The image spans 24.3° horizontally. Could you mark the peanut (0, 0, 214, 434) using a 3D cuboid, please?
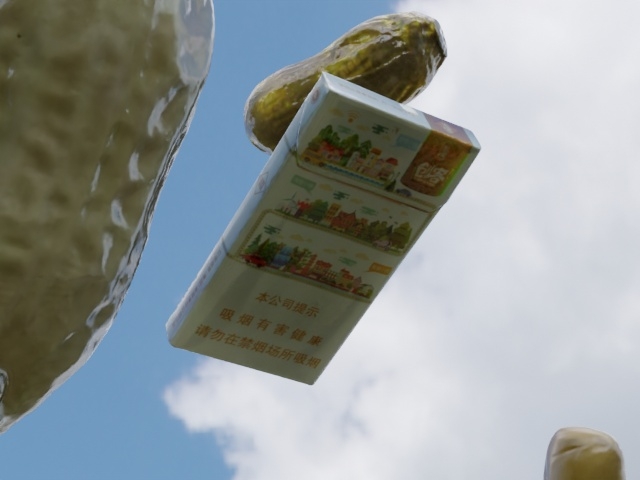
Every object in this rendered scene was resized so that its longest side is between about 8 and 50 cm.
[{"bbox_3d":[-0.161,-0.032,0.811,0.152,0.152,0.313,19,-92,-20],"label":"peanut"}]

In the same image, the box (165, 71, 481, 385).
[{"bbox_3d":[0.000,-0.001,0.994,0.122,0.032,0.220,19,-60,-27],"label":"box"}]

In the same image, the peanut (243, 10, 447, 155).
[{"bbox_3d":[0.023,-0.143,1.370,0.206,0.087,0.087,-28,-53,12],"label":"peanut"}]

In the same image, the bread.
[{"bbox_3d":[0.290,0.359,1.648,0.091,0.305,0.142,0,-6,6],"label":"bread"}]
